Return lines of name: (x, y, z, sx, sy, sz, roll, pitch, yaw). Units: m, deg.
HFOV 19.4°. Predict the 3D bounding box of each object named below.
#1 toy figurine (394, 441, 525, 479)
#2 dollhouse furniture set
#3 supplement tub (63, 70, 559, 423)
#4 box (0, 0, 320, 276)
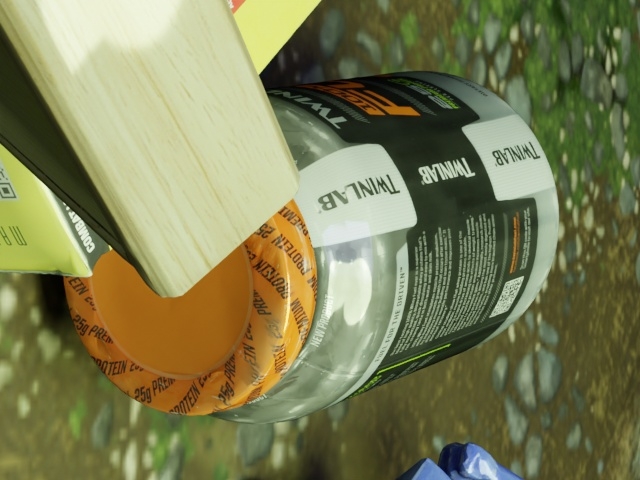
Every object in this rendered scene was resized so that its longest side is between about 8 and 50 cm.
toy figurine: (0.019, 0.204, 0.754, 0.217, 0.191, 0.362, 48, 52, -8)
dollhouse furniture set: (-0.009, -0.135, 0.436, 0.242, 0.161, 0.212, -42, 147, -12)
supplement tub: (0.000, 0.000, 0.685, 0.190, 0.117, 0.117, -15, 103, -59)
box: (-0.060, -0.079, 0.615, 0.232, 0.087, 0.058, -53, 133, -43)
